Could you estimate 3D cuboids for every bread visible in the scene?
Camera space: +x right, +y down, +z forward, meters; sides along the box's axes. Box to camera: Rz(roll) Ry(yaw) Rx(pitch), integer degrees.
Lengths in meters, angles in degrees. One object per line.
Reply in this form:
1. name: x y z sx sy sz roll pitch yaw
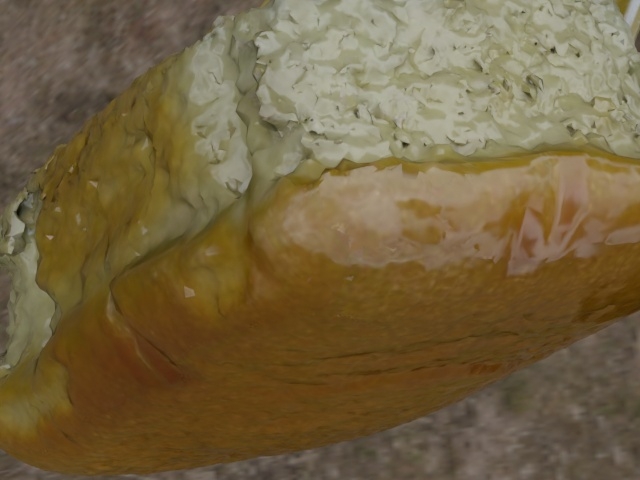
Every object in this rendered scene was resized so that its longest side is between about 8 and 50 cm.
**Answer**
1. bread: 0.000 0.000 0.579 0.174 0.245 0.121 -12 81 -37

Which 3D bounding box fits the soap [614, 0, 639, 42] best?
1. soap: 0.216 -0.215 1.421 0.089 0.173 0.274 23 81 2
